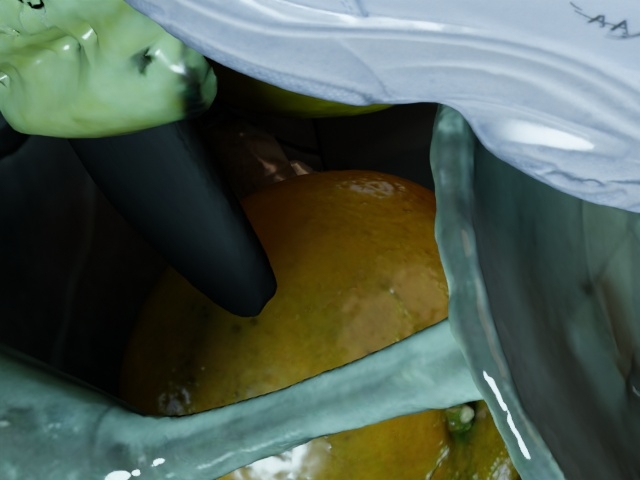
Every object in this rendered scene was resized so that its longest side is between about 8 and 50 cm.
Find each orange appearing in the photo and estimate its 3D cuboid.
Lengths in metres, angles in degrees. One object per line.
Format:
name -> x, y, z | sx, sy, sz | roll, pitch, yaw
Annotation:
orange -> 0.012, 0.080, 0.966 | 0.240, 0.171, 0.240 | -8, 103, -38

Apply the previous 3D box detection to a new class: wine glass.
wine glass -> -0.050, 0.082, 0.706 | 0.267, 0.406, 0.267 | 28, 52, -43

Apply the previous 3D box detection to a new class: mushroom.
mushroom -> -0.002, 0.001, 1.105 | 0.210, 0.072, 0.094 | 27, 32, -46

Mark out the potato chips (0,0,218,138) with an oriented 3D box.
potato chips -> -0.246, -0.121, 0.623 | 0.373, 0.389, 0.097 | 16, 85, -54

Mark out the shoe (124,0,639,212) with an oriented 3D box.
shoe -> 0.040, -0.105, 0.500 | 0.245, 0.137, 0.095 | 24, 42, -7

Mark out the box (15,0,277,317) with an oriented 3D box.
box -> -0.101, -0.072, 0.856 | 0.212, 0.042, 0.201 | 40, -20, 48

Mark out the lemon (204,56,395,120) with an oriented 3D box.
lemon -> -0.012, -0.226, 0.986 | 0.364, 0.364, 0.364 | 32, 47, -41

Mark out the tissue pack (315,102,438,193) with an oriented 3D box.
tissue pack -> 0.076, -0.166, 1.271 | 0.159, 0.136, 0.246 | 8, 63, -52
